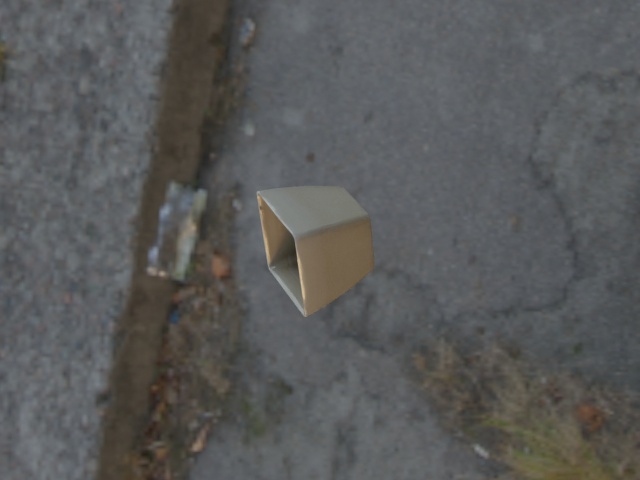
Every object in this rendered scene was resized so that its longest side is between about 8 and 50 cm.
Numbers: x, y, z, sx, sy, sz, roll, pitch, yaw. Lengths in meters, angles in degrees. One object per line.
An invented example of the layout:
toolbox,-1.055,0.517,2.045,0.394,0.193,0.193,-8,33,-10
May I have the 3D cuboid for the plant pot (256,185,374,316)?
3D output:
plant pot,0.000,0.000,1.415,0.109,0.096,0.109,-129,26,-51
